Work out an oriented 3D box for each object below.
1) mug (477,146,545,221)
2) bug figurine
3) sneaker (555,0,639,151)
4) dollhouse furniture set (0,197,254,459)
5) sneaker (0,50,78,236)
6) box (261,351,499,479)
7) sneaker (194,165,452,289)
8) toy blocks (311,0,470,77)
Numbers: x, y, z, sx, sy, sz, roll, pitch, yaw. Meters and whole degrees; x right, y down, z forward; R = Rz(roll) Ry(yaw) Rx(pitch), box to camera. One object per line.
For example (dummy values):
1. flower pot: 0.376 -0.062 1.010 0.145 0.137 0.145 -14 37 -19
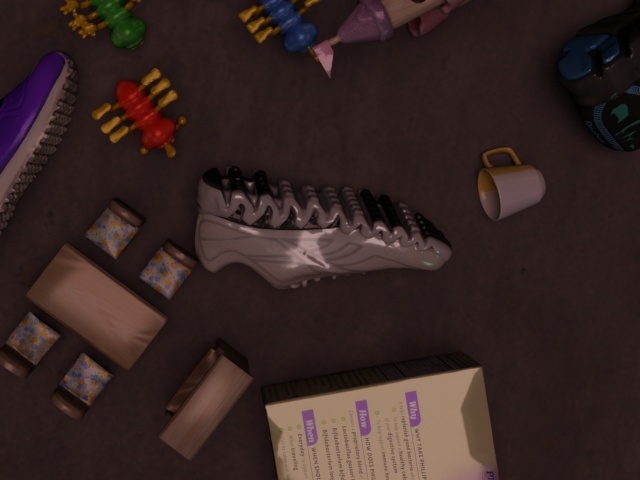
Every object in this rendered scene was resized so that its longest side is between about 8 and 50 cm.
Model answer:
1. mug: 0.220 -0.067 1.327 0.064 0.062 0.078 -14 101 -12
2. bug figurine: -0.143 -0.233 1.279 0.279 0.072 0.216 -33 90 1
3. sneaker: 0.420 -0.243 1.325 0.341 0.125 0.139 -38 123 -5
4. dollhouse furniture set: -0.201 0.105 1.245 0.242 0.161 0.212 37 89 -6
5. sneaker: -0.380 -0.096 1.250 0.146 0.102 0.293 31 90 -5
6. box: 0.069 0.254 1.300 0.243 0.117 0.213 -10 93 -4
7. sneaker: 0.000 0.000 1.298 0.292 0.110 0.118 11 110 -6
8. toy blocks: 0.060 -0.351 1.172 0.260 0.309 0.288 -27 94 -10
